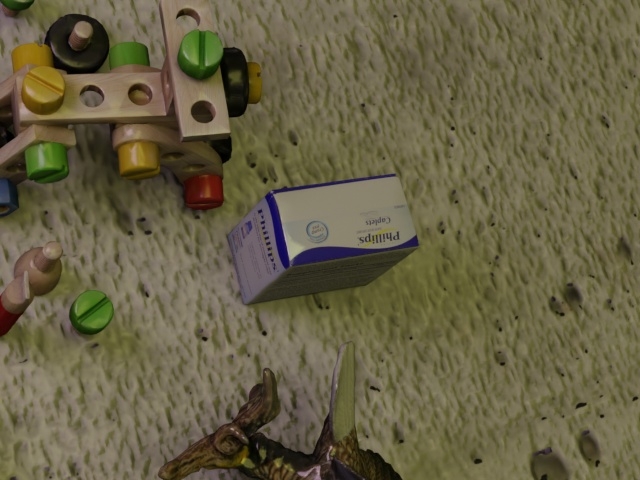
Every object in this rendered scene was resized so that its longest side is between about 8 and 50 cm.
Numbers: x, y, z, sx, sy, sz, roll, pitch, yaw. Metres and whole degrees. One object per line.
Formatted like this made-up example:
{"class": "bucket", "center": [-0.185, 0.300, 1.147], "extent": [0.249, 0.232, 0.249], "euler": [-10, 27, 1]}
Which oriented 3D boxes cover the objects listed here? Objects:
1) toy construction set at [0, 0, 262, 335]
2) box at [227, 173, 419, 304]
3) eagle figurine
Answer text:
{"class": "toy construction set", "center": [-0.182, -0.077, 1.333], "extent": [0.257, 0.237, 0.308], "euler": [23, 68, -13]}
{"class": "box", "center": [0.000, 0.000, 1.435], "extent": [0.126, 0.137, 0.072], "euler": [-9, 77, -23]}
{"class": "eagle figurine", "center": [0.016, 0.260, 1.343], "extent": [0.298, 0.225, 0.226], "euler": [42, 50, 7]}
